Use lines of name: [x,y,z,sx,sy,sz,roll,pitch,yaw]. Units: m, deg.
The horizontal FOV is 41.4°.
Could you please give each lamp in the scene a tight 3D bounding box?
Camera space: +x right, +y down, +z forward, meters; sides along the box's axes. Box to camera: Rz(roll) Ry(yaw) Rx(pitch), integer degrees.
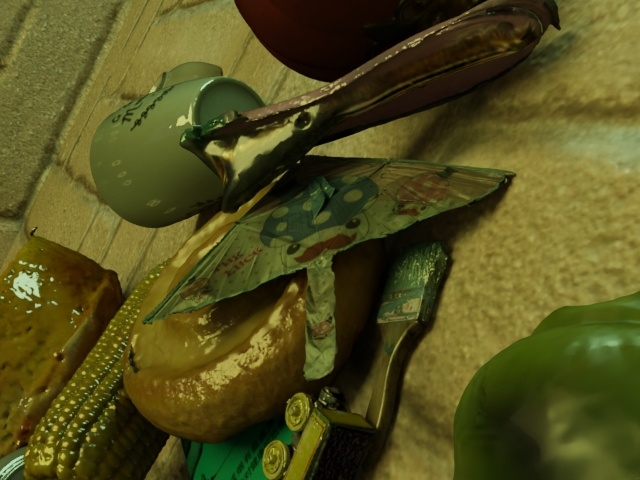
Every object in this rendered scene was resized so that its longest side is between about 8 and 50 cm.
lamp: [0.053,-0.286,0.780,0.303,0.257,0.303,-40,-8,-6]

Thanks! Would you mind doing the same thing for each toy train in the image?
toy train: [-0.020,0.215,0.668,0.081,0.060,0.202,33,102,56]

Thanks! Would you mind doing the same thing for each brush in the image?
brush: [0.062,0.093,0.695,0.070,0.021,0.196,-14,56,57]

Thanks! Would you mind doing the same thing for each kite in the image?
kite: [0.000,0.000,0.709,0.335,0.011,0.314,-22,33,10]

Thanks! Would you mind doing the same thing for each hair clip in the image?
hair clip: [0.041,-0.123,0.754,0.359,0.110,0.095,-24,35,22]

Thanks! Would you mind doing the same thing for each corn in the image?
corn: [-0.205,0.153,0.952,0.131,0.131,0.344,-41,16,38]

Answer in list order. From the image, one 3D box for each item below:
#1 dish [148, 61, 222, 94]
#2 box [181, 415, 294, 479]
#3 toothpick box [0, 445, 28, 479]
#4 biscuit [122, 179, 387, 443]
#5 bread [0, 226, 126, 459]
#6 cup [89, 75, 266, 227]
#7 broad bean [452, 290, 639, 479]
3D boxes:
dish: [-0.278,-0.243,1.562,0.228,0.086,0.236,-51,28,23]
box: [-0.071,0.185,0.823,0.161,0.042,0.226,-57,26,10]
toothpick box: [-0.357,0.379,0.964,0.316,0.229,0.229,-44,31,35]
biscuit: [-0.074,0.053,0.818,0.296,0.102,0.296,-31,30,21]
bread: [-0.466,0.189,1.318,0.398,0.215,0.398,-49,14,17]
cup: [-0.166,-0.152,1.205,0.234,0.186,0.258,-17,23,46]
broad bean: [0.147,0.148,0.371,0.238,0.119,0.291,-45,32,15]
